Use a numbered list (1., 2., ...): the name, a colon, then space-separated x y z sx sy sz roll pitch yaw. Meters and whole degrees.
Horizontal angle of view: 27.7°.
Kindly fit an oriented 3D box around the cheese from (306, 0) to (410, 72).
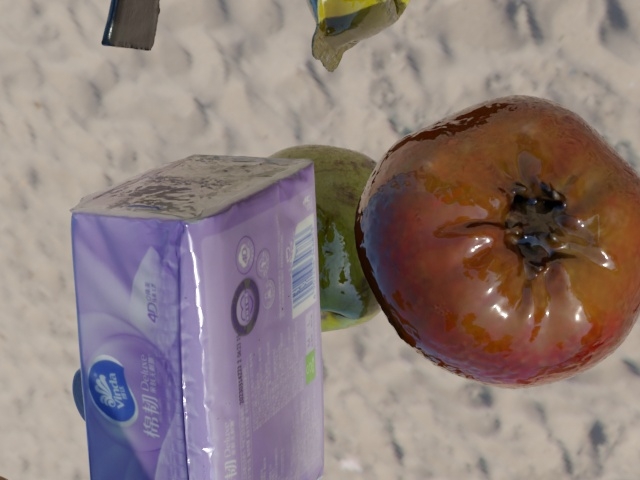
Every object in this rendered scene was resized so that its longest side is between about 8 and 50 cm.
1. cheese: 0.052 -0.257 0.979 0.069 0.270 0.177 22 179 18

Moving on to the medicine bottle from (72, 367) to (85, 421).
1. medicine bottle: -0.158 0.139 1.390 0.122 0.212 0.122 19 117 44

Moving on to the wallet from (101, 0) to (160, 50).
1. wallet: -0.188 -0.329 1.408 0.025 0.244 0.124 17 -170 12

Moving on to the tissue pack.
1. tissue pack: -0.107 0.108 1.189 0.160 0.242 0.338 6 106 25

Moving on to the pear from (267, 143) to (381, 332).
1. pear: 0.000 0.000 1.854 0.283 0.283 0.283 29 151 18

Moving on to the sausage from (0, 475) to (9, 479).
1. sausage: -0.304 0.334 1.194 0.098 0.238 0.098 -9 159 -3

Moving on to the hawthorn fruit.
1. hawthorn fruit: 0.119 0.010 0.866 0.196 0.196 0.225 36 169 5
